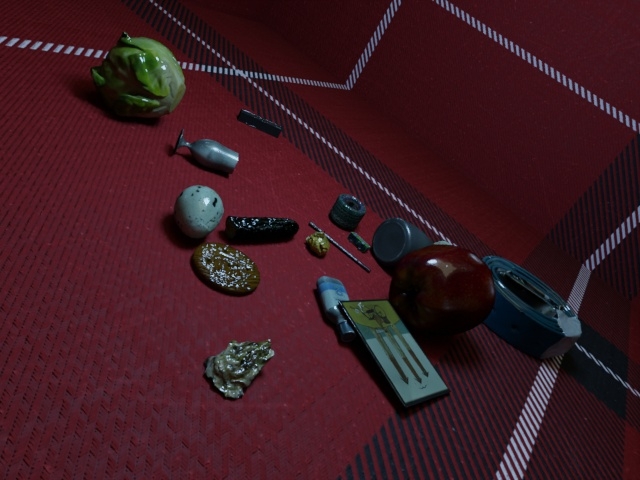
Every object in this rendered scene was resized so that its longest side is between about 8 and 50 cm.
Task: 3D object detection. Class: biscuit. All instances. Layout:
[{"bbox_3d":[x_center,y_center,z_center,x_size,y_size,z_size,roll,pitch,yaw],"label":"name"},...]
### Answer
[{"bbox_3d":[-0.242,0.068,1.357,0.188,0.027,0.187,25,29,-15],"label":"biscuit"}]

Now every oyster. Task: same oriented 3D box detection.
[{"bbox_3d":[-0.171,0.253,1.102,0.108,0.053,0.166,29,32,16],"label":"oyster"}]

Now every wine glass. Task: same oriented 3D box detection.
[{"bbox_3d":[-0.375,-0.290,1.738,0.202,0.093,0.093,21,29,-21],"label":"wine glass"}]

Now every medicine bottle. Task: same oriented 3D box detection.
[{"bbox_3d":[0.048,0.185,1.438,0.090,0.053,0.208,19,31,-31],"label":"medicine bottle"}]

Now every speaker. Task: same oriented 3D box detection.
[{"bbox_3d":[-0.261,-0.506,2.264,0.191,0.046,0.040,21,30,-21],"label":"speaker"}]

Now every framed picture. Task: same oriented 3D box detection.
[{"bbox_3d":[0.200,0.289,1.417,0.244,0.013,0.323,5,43,-50],"label":"framed picture"}]

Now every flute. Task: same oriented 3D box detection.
[{"bbox_3d":[0.063,0.020,1.772,0.269,0.014,0.014,39,28,12],"label":"flute"}]

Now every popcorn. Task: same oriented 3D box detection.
[{"bbox_3d":[0.000,0.000,1.669,0.084,0.084,0.084,25,28,-14],"label":"popcorn"}]

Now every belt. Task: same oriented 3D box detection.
[{"bbox_3d":[0.736,0.248,1.939,0.437,0.173,0.300,33,36,9],"label":"belt"}]

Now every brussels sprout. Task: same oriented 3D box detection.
[{"bbox_3d":[-0.596,-0.532,1.722,0.294,0.259,0.227,23,22,-18],"label":"brussels sprout"}]

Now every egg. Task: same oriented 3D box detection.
[{"bbox_3d":[-0.322,-0.072,1.395,0.131,0.131,0.164,17,41,-28],"label":"egg"}]

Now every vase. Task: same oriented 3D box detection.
[{"bbox_3d":[0.352,0.031,1.909,0.321,0.173,0.173,14,32,-41],"label":"vase"}]

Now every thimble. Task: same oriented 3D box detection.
[{"bbox_3d":[0.100,-0.106,1.936,0.118,0.090,0.135,34,26,1],"label":"thimble"}]

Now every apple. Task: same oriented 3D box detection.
[{"bbox_3d":[0.373,0.147,1.616,0.317,0.288,0.288,-2,42,-36],"label":"apple"}]

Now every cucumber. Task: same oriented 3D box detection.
[{"bbox_3d":[-0.160,-0.039,1.571,0.300,0.072,0.072,-3,44,-48],"label":"cucumber"}]

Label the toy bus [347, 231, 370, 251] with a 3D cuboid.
[{"bbox_3d":[0.135,0.006,1.855,0.083,0.031,0.037,45,22,22],"label":"toy bus"}]
